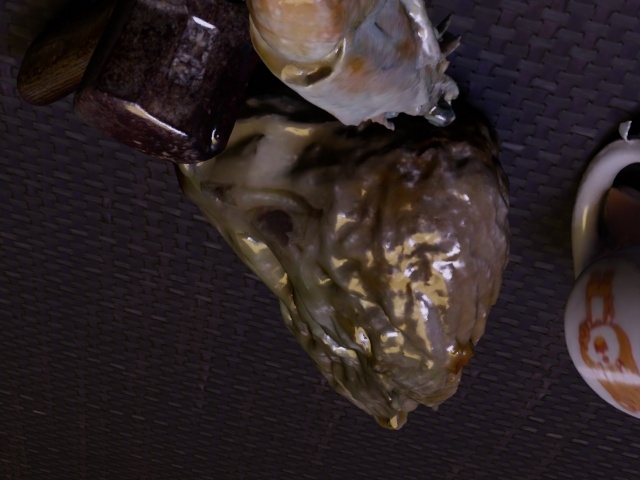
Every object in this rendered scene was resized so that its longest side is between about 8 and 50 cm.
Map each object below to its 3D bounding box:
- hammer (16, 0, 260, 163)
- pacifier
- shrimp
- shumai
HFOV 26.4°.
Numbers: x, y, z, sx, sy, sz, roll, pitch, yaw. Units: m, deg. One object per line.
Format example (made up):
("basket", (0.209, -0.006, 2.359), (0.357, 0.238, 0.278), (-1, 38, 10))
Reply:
("hammer", (-0.129, -0.156, 0.956), (0.095, 0.242, 0.409), (24, 166, -22))
("pacifier", (0.317, 0.057, 1.083), (0.273, 0.220, 0.332), (21, 173, -15))
("shrimp", (0.052, -0.178, 0.795), (0.085, 0.247, 0.360), (27, 168, 24))
("shumai", (-0.003, 0.000, 1.117), (0.283, 0.217, 0.346), (18, 153, -8))
